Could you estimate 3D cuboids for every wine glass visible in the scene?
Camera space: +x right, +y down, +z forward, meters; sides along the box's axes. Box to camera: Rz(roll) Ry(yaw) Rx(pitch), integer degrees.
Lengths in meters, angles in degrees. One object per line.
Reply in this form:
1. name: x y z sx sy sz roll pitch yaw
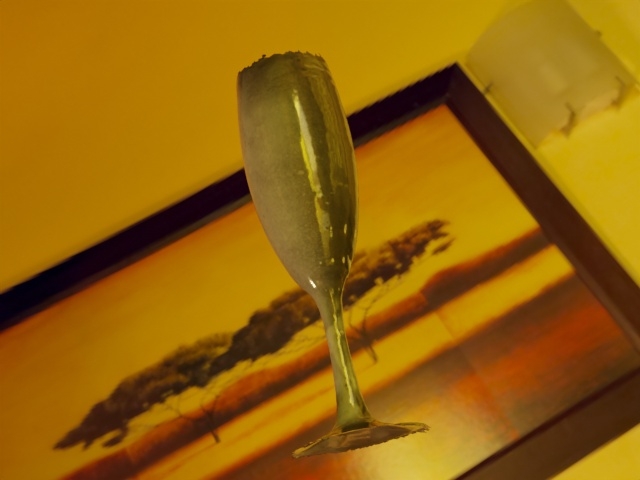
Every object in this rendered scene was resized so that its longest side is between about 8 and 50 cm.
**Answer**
1. wine glass: 0.000 0.000 0.407 0.066 0.198 0.066 -10 -21 -4
